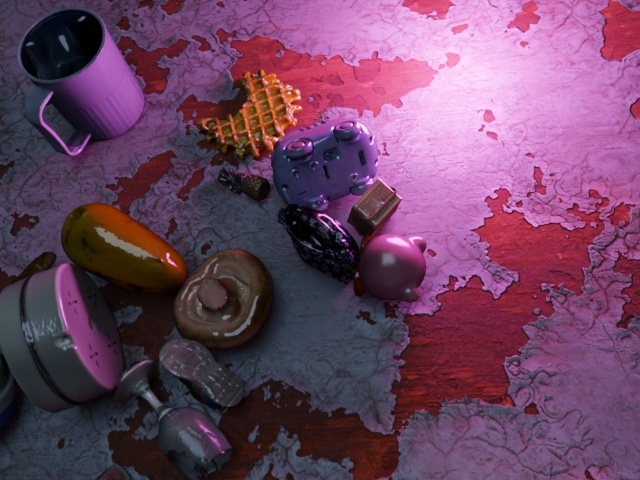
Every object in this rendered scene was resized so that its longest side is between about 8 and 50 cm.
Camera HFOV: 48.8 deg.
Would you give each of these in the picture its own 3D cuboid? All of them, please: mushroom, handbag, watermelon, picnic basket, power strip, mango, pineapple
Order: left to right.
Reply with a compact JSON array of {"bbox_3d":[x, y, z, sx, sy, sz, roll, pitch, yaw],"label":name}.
[{"bbox_3d":[-0.621,0.233,1.716,0.161,0.357,0.357,-22,63,0],"label":"power strip"},{"bbox_3d":[-0.496,0.573,1.672,0.085,0.072,0.092,11,62,-4],"label":"watermelon"},{"bbox_3d":[-0.501,0.025,1.824,0.365,0.253,0.182,18,74,21],"label":"mango"},{"bbox_3d":[-0.246,0.150,1.786,0.278,0.146,0.278,-10,58,16],"label":"mushroom"},{"bbox_3d":[-0.218,-0.163,1.974,0.159,0.074,0.074,21,70,27],"label":"pineapple"},{"bbox_3d":[0.000,0.000,1.776,0.229,0.208,0.127,36,80,20],"label":"handbag"},{"bbox_3d":[0.137,-0.079,1.812,0.079,0.164,0.115,42,78,7],"label":"picnic basket"}]

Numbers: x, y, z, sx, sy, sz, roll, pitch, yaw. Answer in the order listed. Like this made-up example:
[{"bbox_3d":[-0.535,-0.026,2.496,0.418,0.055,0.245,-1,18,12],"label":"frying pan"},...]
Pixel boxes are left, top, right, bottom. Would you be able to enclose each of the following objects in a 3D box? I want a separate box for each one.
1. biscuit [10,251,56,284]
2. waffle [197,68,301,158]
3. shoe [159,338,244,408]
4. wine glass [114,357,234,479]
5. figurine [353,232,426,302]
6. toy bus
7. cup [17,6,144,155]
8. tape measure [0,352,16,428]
[{"bbox_3d":[-0.789,0.115,1.881,0.042,0.226,0.226,44,74,-20],"label":"biscuit"},{"bbox_3d":[-0.195,-0.369,2.064,0.260,0.069,0.293,30,75,22],"label":"waffle"},{"bbox_3d":[-0.291,0.332,1.722,0.227,0.125,0.099,37,62,4],"label":"shoe"},{"bbox_3d":[-0.348,0.426,1.677,0.321,0.143,0.143,38,76,23],"label":"wine glass"},{"bbox_3d":[0.176,0.064,1.738,0.173,0.173,0.173,-4,64,8],"label":"figurine"},{"bbox_3d":[-0.001,-0.220,1.887,0.294,0.197,0.232,-24,32,-8],"label":"toy bus"},{"bbox_3d":[-0.679,-0.442,2.046,0.257,0.311,0.331,-8,65,7],"label":"cup"},{"bbox_3d":[-0.888,0.380,1.734,0.262,0.138,0.259,-14,39,-21],"label":"tape measure"}]
